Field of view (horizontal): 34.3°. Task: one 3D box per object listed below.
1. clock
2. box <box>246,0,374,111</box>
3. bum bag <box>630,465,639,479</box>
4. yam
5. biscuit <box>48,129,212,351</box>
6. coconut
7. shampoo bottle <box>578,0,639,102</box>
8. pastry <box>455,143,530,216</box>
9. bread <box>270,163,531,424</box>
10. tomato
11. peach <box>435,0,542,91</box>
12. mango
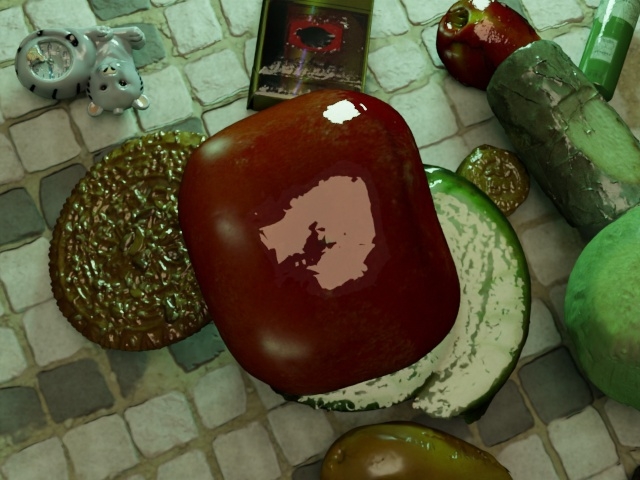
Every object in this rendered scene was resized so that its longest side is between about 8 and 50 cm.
[{"bbox_3d":[-0.323,-0.223,1.404,0.176,0.080,0.117,-4,78,-7],"label":"clock"},{"bbox_3d":[-0.008,-0.291,1.452,0.159,0.071,0.240,9,75,-5],"label":"box"},{"bbox_3d":[0.519,0.311,1.307,0.248,0.102,0.069,-7,104,13],"label":"bum bag"},{"bbox_3d":[0.334,-0.132,1.380,0.154,0.154,0.254,-32,76,-11],"label":"yam"},{"bbox_3d":[-0.217,-0.005,1.321,0.305,0.038,0.305,-7,68,18],"label":"biscuit"},{"bbox_3d":[0.469,0.093,1.289,0.328,0.328,0.281,-6,71,-6],"label":"coconut"},{"bbox_3d":[0.399,-0.256,1.481,0.065,0.065,0.204,21,76,1],"label":"shampoo bottle"},{"bbox_3d":[0.235,-0.081,1.429,0.097,0.057,0.109,-15,80,-13],"label":"pastry"},{"bbox_3d":[0.084,0.079,1.339,0.366,0.129,0.382,-38,83,-9],"label":"bread"},{"bbox_3d":[0.000,0.000,1.137,0.293,0.290,0.325,-12,87,-7],"label":"tomato"},{"bbox_3d":[0.238,-0.261,1.454,0.172,0.127,0.092,34,66,-22],"label":"peach"},{"bbox_3d":[0.121,0.297,1.280,0.248,0.156,0.151,13,46,-9],"label":"mango"}]
